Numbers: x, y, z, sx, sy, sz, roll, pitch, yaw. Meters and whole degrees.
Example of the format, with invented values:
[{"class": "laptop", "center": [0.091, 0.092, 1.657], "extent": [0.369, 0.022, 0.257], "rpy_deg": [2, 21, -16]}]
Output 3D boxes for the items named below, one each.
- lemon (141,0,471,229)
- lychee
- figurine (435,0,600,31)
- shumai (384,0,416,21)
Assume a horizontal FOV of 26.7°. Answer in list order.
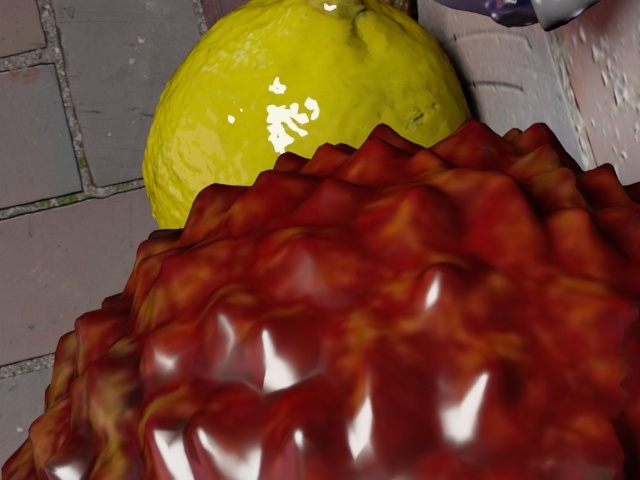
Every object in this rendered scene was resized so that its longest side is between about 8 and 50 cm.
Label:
[{"class": "lemon", "center": [-0.008, -0.064, 1.077], "extent": [0.268, 0.268, 0.321], "rpy_deg": [-112, 8, -46]}, {"class": "lychee", "center": [0.050, 0.176, 0.612], "extent": [0.424, 0.425, 0.500], "rpy_deg": [87, -171, -49]}, {"class": "figurine", "center": [0.085, -0.180, 0.696], "extent": [0.222, 0.145, 0.145], "rpy_deg": [-152, 49, -73]}, {"class": "shumai", "center": [0.022, -0.204, 1.182], "extent": [0.105, 0.123, 0.139], "rpy_deg": [-94, -19, -69]}]
